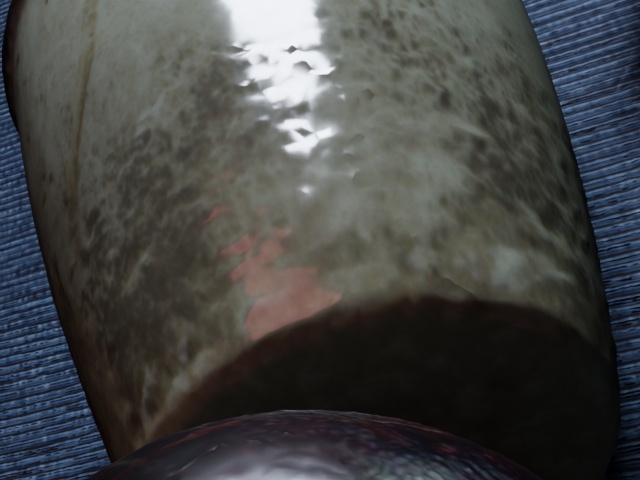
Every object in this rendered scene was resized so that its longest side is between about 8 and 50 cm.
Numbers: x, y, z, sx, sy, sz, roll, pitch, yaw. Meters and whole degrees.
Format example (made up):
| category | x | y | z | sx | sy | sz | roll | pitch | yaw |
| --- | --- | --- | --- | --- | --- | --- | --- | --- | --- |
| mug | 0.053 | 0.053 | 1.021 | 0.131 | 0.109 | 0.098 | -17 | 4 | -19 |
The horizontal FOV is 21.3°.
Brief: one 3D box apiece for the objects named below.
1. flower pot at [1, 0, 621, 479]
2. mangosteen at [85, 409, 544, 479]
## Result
| category | x | y | z | sx | sy | sz | roll | pitch | yaw |
| --- | --- | --- | --- | --- | --- | --- | --- | --- | --- |
| flower pot | 0.000 | 0.000 | 0.846 | 0.294 | 0.293 | 0.330 | -30 | 44 | 14 |
| mangosteen | -0.002 | 0.221 | 0.577 | 0.330 | 0.330 | 0.330 | -25 | 38 | 21 |
